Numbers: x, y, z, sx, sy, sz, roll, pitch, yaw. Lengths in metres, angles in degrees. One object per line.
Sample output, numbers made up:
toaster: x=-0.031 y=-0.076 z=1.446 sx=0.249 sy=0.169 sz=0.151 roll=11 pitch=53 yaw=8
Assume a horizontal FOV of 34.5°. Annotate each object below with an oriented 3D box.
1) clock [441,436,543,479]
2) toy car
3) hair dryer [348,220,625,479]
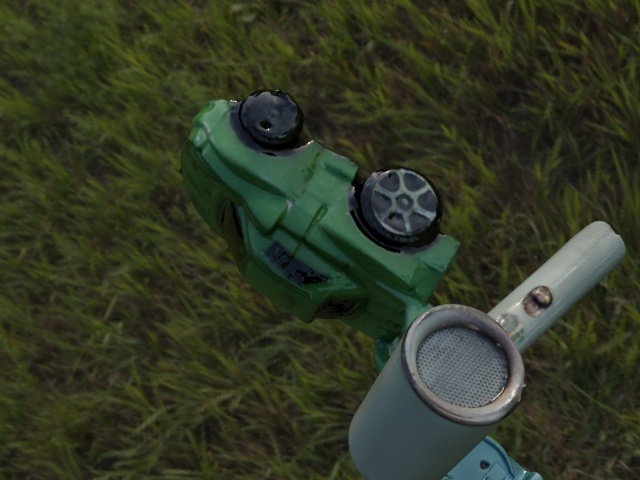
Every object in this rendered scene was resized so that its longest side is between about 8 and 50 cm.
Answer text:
clock: x=0.294 y=0.488 z=2.076 sx=0.274 sy=0.094 sz=0.223 roll=41 pitch=63 yaw=3
toy car: x=0.000 y=0.000 z=1.104 sx=0.359 sy=0.213 sz=0.176 roll=31 pitch=68 yaw=-1
hair dryer: x=0.117 y=0.056 z=0.659 sx=0.073 sy=0.131 sz=0.236 roll=42 pitch=56 yaw=12
